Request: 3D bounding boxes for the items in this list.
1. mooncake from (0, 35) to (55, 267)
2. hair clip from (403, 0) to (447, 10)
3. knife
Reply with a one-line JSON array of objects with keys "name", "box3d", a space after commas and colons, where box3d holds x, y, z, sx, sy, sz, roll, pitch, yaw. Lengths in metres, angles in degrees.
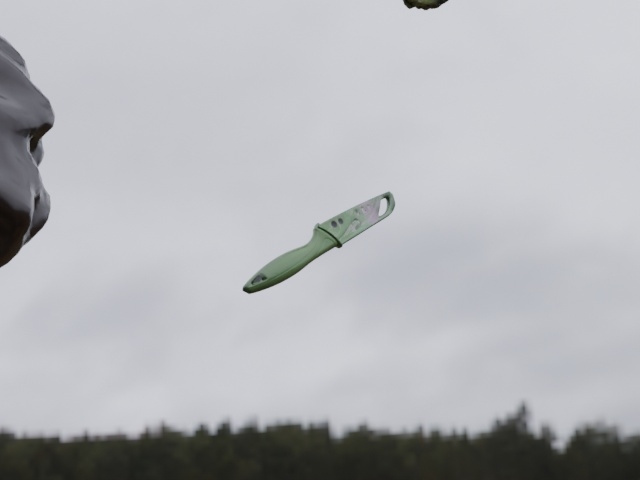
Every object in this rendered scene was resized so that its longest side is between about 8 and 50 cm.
[{"name": "mooncake", "box3d": [-0.287, -0.086, 1.080, 0.141, 0.283, 0.283, -32, -27, 24]}, {"name": "hair clip", "box3d": [0.094, -0.375, 1.748, 0.138, 0.321, 0.091, 18, -15, -14]}, {"name": "knife", "box3d": [0.000, 0.000, 1.626, 0.207, 0.030, 0.014, -30, -3, -40]}]
